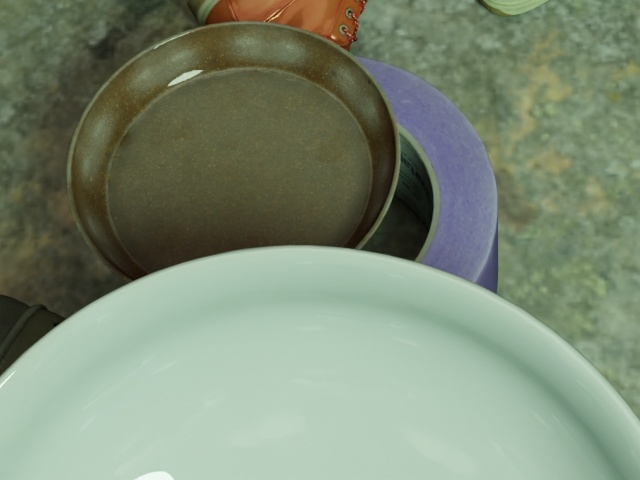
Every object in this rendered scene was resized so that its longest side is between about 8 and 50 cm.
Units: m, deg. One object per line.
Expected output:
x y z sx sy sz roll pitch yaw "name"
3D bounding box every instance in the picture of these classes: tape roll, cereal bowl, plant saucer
0.000 0.000 0.890 0.189 0.080 0.189 -2 62 4 "tape roll"
-0.005 0.179 0.739 0.339 0.141 0.339 -2 73 7 "cereal bowl"
-0.043 -0.035 0.852 0.168 0.029 0.168 -2 61 4 "plant saucer"

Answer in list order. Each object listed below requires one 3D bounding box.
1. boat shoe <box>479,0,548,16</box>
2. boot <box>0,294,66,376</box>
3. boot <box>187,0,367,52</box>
0.152 -0.181 0.993 0.135 0.045 0.050 -34 63 -13 "boat shoe"
-0.257 0.063 0.866 0.208 0.076 0.189 25 52 11 "boot"
0.011 -0.143 0.987 0.158 0.059 0.084 -31 72 -8 "boot"
